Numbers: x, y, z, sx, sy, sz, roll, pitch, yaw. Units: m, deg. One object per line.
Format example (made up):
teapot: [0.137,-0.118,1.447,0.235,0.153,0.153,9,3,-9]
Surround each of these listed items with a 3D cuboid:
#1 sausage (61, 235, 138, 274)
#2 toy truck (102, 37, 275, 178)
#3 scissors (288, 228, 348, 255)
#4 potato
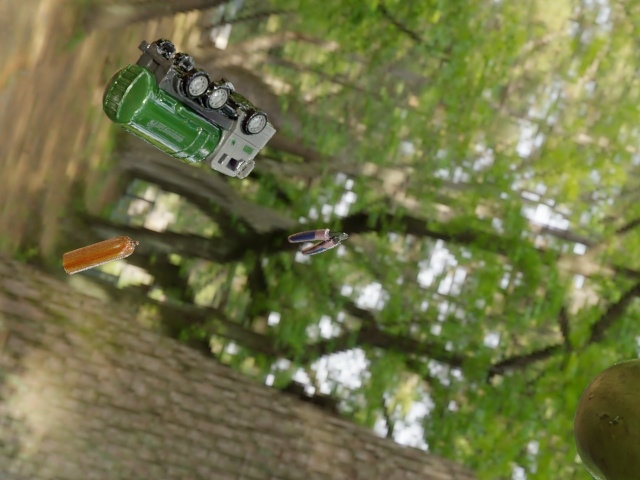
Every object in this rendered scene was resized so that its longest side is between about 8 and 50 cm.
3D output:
sausage: [-0.290,0.016,1.658,0.031,0.107,0.031,-18,90,-75]
toy truck: [-0.171,-0.167,1.627,0.101,0.242,0.125,42,-82,37]
scissors: [0.000,0.000,1.666,0.113,0.039,0.012,-12,-141,52]
potato: [0.486,0.275,1.730,0.304,0.216,0.215,18,-89,50]
